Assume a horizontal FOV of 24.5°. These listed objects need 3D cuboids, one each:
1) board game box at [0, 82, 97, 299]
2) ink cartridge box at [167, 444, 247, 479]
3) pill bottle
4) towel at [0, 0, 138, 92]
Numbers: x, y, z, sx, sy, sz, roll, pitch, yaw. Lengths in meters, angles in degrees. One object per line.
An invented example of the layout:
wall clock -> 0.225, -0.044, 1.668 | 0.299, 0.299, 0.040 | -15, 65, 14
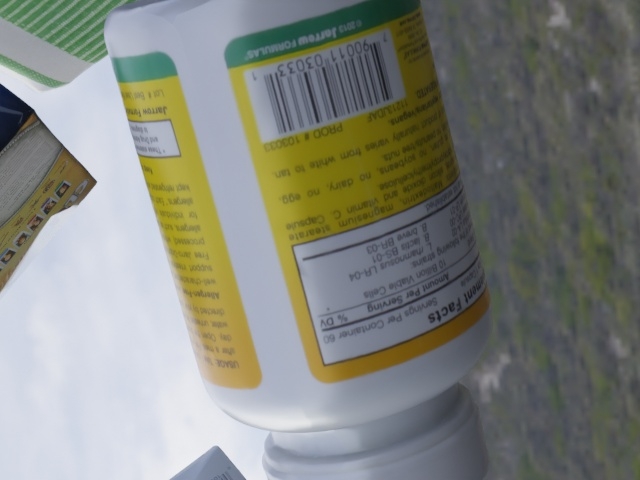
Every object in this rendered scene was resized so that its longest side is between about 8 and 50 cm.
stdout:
board game box -> -0.211, 0.038, 0.701 | 0.243, 0.042, 0.165 | -51, -6, -6
ink cartridge box -> -0.050, 0.298, 0.967 | 0.065, 0.165, 0.332 | 40, 163, 52
pill bottle -> 0.000, 0.000, 0.562 | 0.117, 0.118, 0.208 | -58, -45, -72
towel -> -0.163, -0.242, 0.934 | 0.248, 0.325, 0.038 | 26, -147, -38
